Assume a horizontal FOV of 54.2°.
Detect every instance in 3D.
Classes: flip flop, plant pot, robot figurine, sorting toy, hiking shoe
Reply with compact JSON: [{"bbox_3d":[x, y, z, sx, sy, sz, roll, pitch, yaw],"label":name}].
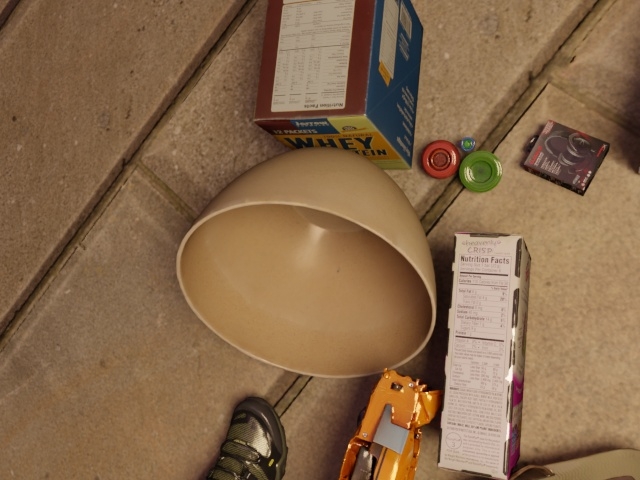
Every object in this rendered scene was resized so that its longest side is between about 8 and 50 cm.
[{"bbox_3d":[0.206,0.272,0.616,0.277,0.080,0.112,-25,40,12],"label":"flip flop"},{"bbox_3d":[0.000,0.000,0.732,0.284,0.284,0.191,-5,43,22],"label":"plant pot"},{"bbox_3d":[0.056,0.287,0.670,0.085,0.211,0.291,16,80,16],"label":"robot figurine"},{"bbox_3d":[0.178,-0.099,0.782,0.101,0.042,0.061,20,104,13],"label":"sorting toy"},{"bbox_3d":[-0.107,0.310,0.775,0.086,0.114,0.227,7,83,23],"label":"hiking shoe"}]

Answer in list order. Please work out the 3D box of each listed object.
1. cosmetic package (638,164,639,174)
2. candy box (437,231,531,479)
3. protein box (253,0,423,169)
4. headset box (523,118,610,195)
[{"bbox_3d":[0.469,-0.154,0.613,0.224,0.138,0.225,20,87,24],"label":"cosmetic package"},{"bbox_3d":[0.180,0.119,0.669,0.071,0.159,0.234,3,80,22],"label":"candy box"},{"bbox_3d":[0.033,-0.210,0.770,0.135,0.200,0.201,3,81,23],"label":"protein box"},{"bbox_3d":[0.285,-0.099,0.737,0.083,0.032,0.062,31,93,23],"label":"headset box"}]
